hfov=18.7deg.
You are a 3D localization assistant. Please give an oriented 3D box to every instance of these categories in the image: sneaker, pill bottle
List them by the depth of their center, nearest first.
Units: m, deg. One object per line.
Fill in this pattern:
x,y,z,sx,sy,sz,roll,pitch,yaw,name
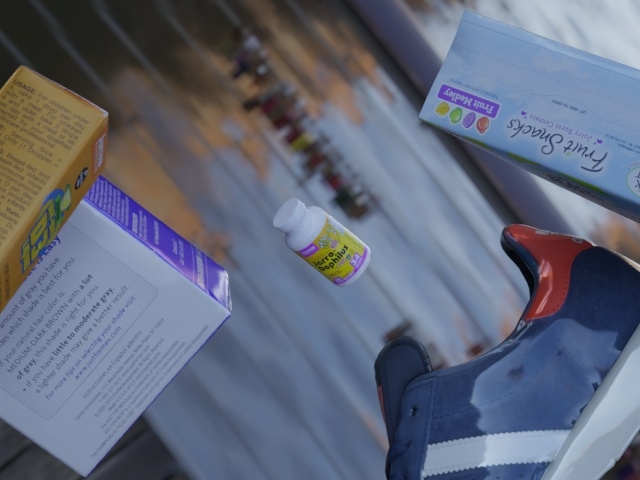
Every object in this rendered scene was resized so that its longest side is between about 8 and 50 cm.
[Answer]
0.070,0.146,1.115,0.148,0.350,0.131,32,-11,8,sneaker
0.000,0.000,1.625,0.083,0.043,0.043,38,24,-26,pill bottle

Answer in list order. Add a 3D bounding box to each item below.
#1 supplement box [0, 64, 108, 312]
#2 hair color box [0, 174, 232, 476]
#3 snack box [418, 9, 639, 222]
-0.232,-0.003,1.304,0.080,0.078,0.233,26,62,6,supplement box
-0.256,0.007,1.502,0.339,0.185,0.110,38,12,-17,hair color box
0.181,-0.042,1.032,0.174,0.070,0.207,25,2,39,snack box
